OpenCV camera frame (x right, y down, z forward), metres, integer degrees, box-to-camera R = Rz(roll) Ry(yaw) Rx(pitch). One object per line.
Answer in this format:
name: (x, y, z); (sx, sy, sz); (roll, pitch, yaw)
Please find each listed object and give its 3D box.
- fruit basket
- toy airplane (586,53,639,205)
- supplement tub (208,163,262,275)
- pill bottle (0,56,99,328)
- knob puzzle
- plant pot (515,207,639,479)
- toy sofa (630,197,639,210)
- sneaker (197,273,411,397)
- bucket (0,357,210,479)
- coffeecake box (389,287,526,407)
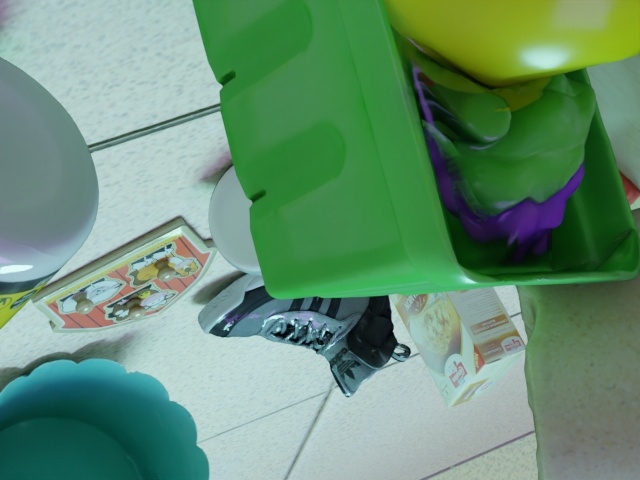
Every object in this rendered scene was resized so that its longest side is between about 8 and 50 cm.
fruit basket: (0.103, -0.155, 0.874); (0.392, 0.392, 0.283); (-39, 157, 30)
toy airplane: (0.282, -0.108, 1.186); (0.386, 0.384, 0.272); (-7, -173, -19)
supplement tub: (-0.014, -0.018, 1.430); (0.117, 0.117, 0.190); (-36, 158, 23)
pill bottle: (-0.320, 0.024, 1.039); (0.188, 0.188, 0.334); (-2, 149, -50)
knob puzzle: (-0.190, 0.056, 1.516); (0.213, 0.030, 0.213); (-24, 160, -9)
plant pot: (0.301, 0.089, 1.039); (0.306, 0.333, 0.334); (-8, 162, 8)
toy sofa: (0.530, -0.106, 1.858); (0.363, 0.150, 0.177); (-19, 160, -22)
sneaker: (-0.006, 0.106, 1.691); (0.269, 0.153, 0.101); (-10, 153, -40)
bucket: (-0.274, 0.285, 1.636); (0.281, 0.281, 0.183); (-15, 166, -30)
coffeecake box: (0.167, 0.096, 1.837); (0.068, 0.185, 0.142); (-18, 158, -24)
